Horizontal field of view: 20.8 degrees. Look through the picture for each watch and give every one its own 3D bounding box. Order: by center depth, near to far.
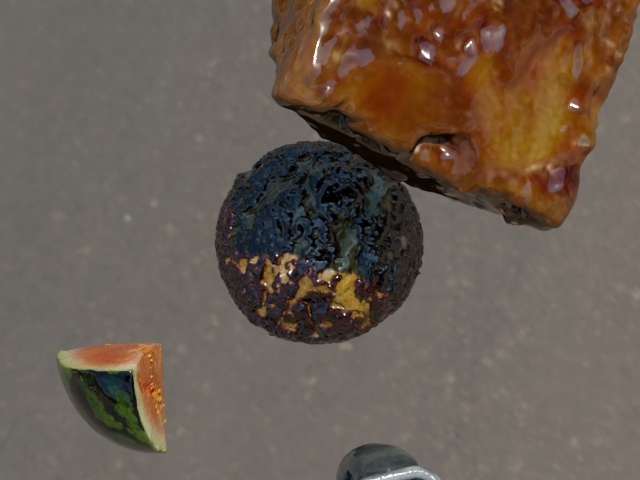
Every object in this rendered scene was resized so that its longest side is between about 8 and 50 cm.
[{"bbox_3d":[0.064,0.248,1.267,0.068,0.206,0.193,-13,24,-5],"label":"watch"}]

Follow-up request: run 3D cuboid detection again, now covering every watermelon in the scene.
[{"bbox_3d":[-0.180,0.118,1.535,0.135,0.125,0.094,30,69,32],"label":"watermelon"}]

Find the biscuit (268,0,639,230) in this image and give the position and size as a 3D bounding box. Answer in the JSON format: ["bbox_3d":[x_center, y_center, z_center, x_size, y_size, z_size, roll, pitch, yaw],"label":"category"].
[{"bbox_3d":[0.140,-0.247,1.691,0.166,0.342,0.395,8,74,62],"label":"biscuit"}]

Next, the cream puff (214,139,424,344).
[{"bbox_3d":[0.000,0.000,1.958,0.239,0.165,0.239,1,84,-5],"label":"cream puff"}]
